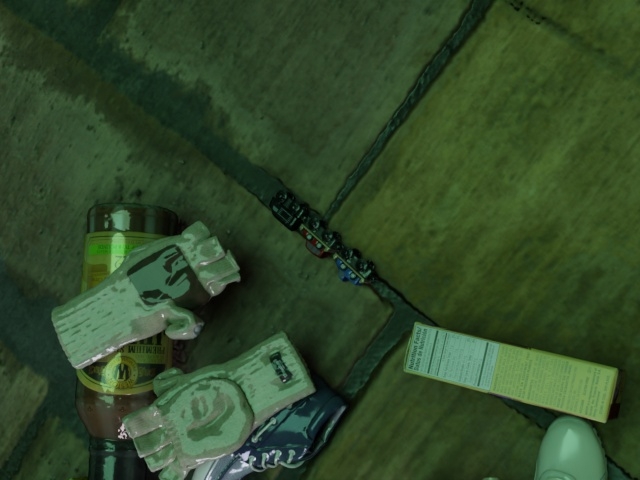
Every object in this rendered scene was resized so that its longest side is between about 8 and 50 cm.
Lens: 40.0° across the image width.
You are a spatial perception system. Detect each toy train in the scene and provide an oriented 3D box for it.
[{"bbox_3d":[0.000,0.000,0.972,0.158,0.027,0.036,41,101,24],"label":"toy train"}]

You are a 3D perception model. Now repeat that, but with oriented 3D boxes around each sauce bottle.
[{"bbox_3d":[-0.220,0.132,1.000,0.111,0.111,0.344,-4,81,22],"label":"sauce bottle"}]

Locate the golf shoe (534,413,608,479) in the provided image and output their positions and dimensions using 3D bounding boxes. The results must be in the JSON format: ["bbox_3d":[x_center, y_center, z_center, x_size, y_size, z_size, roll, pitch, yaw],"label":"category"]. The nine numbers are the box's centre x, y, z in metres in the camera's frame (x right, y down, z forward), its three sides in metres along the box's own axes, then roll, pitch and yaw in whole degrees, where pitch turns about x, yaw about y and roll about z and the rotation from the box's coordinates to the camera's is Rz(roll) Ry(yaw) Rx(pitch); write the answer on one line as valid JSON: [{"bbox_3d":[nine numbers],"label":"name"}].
[{"bbox_3d":[0.220,0.247,0.807,0.069,0.086,0.176,7,82,26],"label":"golf shoe"}]

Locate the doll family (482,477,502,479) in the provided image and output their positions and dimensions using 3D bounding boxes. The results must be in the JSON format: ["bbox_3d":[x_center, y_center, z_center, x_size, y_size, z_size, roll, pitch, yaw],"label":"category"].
[{"bbox_3d":[0.113,0.293,0.830,0.193,0.076,0.111,-40,42,49],"label":"doll family"}]

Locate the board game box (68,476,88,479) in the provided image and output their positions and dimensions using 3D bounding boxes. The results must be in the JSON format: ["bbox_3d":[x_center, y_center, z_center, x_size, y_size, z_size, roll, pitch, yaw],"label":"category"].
[{"bbox_3d":[-0.236,0.406,1.001,0.259,0.039,0.124,42,99,26],"label":"board game box"}]

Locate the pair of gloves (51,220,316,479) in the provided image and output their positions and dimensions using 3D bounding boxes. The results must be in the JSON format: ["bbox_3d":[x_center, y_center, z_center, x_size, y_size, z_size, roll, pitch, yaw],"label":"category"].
[{"bbox_3d":[-0.146,0.114,0.929,0.204,0.042,0.240,-36,79,-3],"label":"pair of gloves"}]

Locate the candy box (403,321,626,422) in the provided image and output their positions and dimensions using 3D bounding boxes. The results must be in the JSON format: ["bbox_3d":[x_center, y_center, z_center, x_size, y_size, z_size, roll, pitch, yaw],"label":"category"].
[{"bbox_3d":[0.184,0.123,0.829,0.187,0.109,0.053,12,86,25],"label":"candy box"}]

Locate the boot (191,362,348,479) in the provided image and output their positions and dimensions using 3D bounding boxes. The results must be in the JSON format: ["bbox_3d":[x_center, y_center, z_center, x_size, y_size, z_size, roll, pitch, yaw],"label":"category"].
[{"bbox_3d":[-0.056,0.220,0.935,0.086,0.069,0.190,37,95,27],"label":"boot"}]
